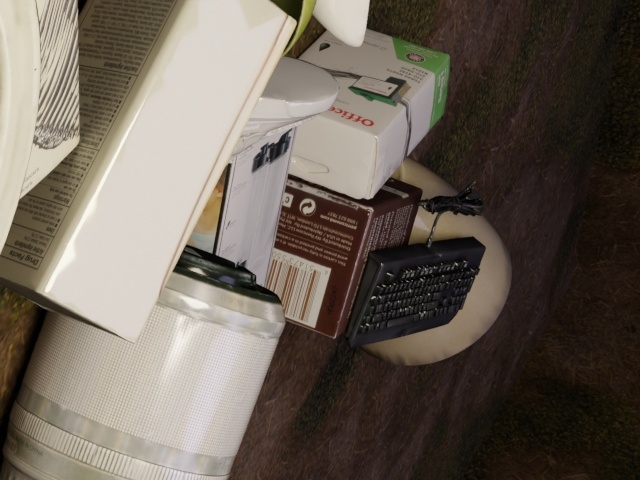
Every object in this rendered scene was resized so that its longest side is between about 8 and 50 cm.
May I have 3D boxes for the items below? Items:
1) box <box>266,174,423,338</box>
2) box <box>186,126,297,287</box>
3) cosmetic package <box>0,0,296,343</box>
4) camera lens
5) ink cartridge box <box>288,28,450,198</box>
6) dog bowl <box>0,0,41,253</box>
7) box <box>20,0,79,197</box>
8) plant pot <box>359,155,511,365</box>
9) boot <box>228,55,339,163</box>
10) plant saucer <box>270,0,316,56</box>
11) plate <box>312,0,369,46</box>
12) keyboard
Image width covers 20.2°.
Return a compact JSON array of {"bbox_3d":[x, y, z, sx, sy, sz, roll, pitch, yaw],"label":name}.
[{"bbox_3d":[0.000,0.000,2.185,0.203,0.168,0.167,-23,130,-68],"label":"box"},{"bbox_3d":[-0.108,-0.047,1.937,0.169,0.087,0.290,-42,148,-57],"label":"box"},{"bbox_3d":[-0.166,-0.085,1.520,0.113,0.160,0.309,32,81,-38],"label":"cosmetic package"},{"bbox_3d":[-0.171,0.137,1.728,0.274,0.219,0.219,-70,163,2],"label":"camera lens"},{"bbox_3d":[0.038,-0.158,2.132,0.219,0.160,0.092,-50,153,-49],"label":"ink cartridge box"},{"bbox_3d":[-0.343,-0.042,1.109,0.408,0.150,0.408,20,90,-73],"label":"dog bowl"},{"bbox_3d":[-0.247,-0.168,1.350,0.113,0.094,0.275,-51,156,-43],"label":"box"},{"bbox_3d":[0.095,-0.006,2.415,0.256,0.256,0.274,-63,147,-19],"label":"plant pot"},{"bbox_3d":[-0.108,-0.106,1.751,0.258,0.095,0.123,-8,132,-31],"label":"boot"},{"bbox_3d":[-0.061,-0.277,1.582,0.037,0.241,0.241,-18,135,-27],"label":"plant saucer"},{"bbox_3d":[-0.036,-0.346,1.584,0.045,0.278,0.277,-18,136,-26],"label":"plate"},{"bbox_3d":[0.134,0.027,2.218,0.317,0.033,0.201,-9,117,-63],"label":"keyboard"}]
